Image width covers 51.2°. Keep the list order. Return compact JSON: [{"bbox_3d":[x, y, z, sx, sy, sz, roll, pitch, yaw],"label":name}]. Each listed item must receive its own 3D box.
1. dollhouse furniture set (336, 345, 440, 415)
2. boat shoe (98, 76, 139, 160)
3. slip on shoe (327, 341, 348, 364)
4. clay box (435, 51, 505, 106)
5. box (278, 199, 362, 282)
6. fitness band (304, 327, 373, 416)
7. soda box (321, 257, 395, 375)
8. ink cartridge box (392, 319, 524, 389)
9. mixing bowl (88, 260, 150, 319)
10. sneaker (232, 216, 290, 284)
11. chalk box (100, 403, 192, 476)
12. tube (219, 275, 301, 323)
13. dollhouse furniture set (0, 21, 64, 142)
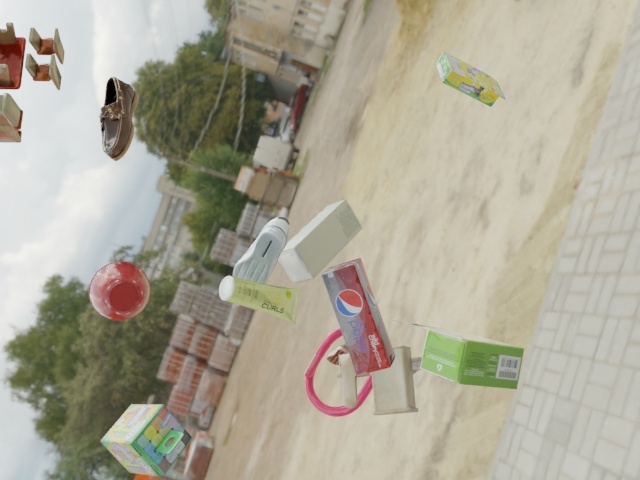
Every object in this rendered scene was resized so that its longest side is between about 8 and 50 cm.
[{"bbox_3d":[0.270,0.409,1.907,0.303,0.355,0.174,-14,69,34],"label":"dollhouse furniture set"},{"bbox_3d":[-0.441,-0.262,1.427,0.073,0.073,0.207,-24,50,22],"label":"boat shoe"},{"bbox_3d":[0.062,0.367,2.183,0.041,0.051,0.135,-56,-3,-34],"label":"slip on shoe"},{"bbox_3d":[0.478,-0.505,2.121,0.053,0.222,0.127,-52,26,35],"label":"clay box"},{"bbox_3d":[0.000,0.000,1.943,0.094,0.113,0.275,-16,20,46],"label":"box"},{"bbox_3d":[0.074,0.408,2.094,0.291,0.209,0.054,-58,-4,-3],"label":"fitness band"},{"bbox_3d":[0.094,0.182,1.604,0.083,0.092,0.263,-32,-76,-73],"label":"soda box"},{"bbox_3d":[0.306,0.259,1.543,0.255,0.188,0.097,7,85,58],"label":"ink cartridge box"},{"bbox_3d":[-0.586,0.158,1.973,0.098,0.181,0.182,17,88,66],"label":"mixing bowl"},{"bbox_3d":[-0.141,0.039,1.709,0.258,0.094,0.091,-49,3,44],"label":"sneaker"},{"bbox_3d":[-0.437,0.514,1.726,0.213,0.132,0.132,-15,27,43],"label":"chalk box"},{"bbox_3d":[-0.140,0.142,1.667,0.070,0.240,0.062,-52,45,18],"label":"tube"},{"bbox_3d":[-0.752,-0.378,1.584,0.135,0.261,0.259,107,161,-67],"label":"dollhouse furniture set"}]
